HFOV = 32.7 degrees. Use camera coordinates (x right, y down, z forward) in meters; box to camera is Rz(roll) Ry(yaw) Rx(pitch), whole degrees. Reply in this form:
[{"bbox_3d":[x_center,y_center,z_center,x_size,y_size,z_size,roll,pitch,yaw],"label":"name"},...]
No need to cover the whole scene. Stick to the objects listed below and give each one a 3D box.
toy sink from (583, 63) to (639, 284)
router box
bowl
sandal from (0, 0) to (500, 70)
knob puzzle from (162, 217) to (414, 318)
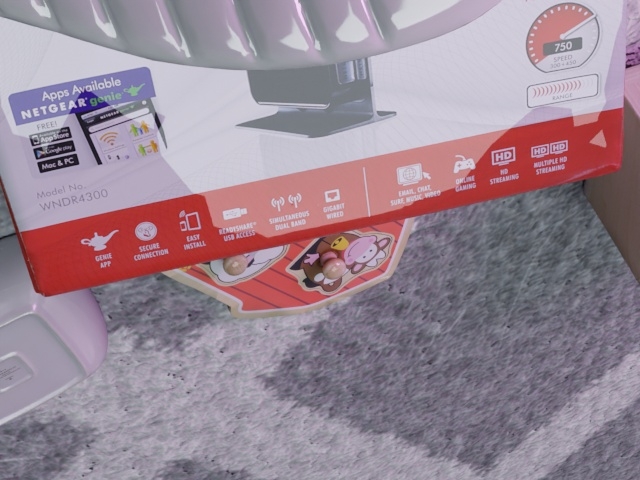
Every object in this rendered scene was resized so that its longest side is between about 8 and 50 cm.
[{"bbox_3d":[0.353,-0.071,0.872,0.234,0.131,0.153,-18,147,-9],"label":"toy sink"},{"bbox_3d":[-0.017,-0.146,0.550,0.335,0.082,0.301,-13,124,-6],"label":"router box"},{"bbox_3d":[-0.223,0.075,0.761,0.142,0.053,0.142,-28,140,-5],"label":"bowl"},{"bbox_3d":[-0.122,-0.161,0.412,0.416,0.102,0.169,4,106,-2],"label":"sandal"},{"bbox_3d":[0.000,0.000,0.837,0.213,0.030,0.213,-17,138,-16],"label":"knob puzzle"}]
